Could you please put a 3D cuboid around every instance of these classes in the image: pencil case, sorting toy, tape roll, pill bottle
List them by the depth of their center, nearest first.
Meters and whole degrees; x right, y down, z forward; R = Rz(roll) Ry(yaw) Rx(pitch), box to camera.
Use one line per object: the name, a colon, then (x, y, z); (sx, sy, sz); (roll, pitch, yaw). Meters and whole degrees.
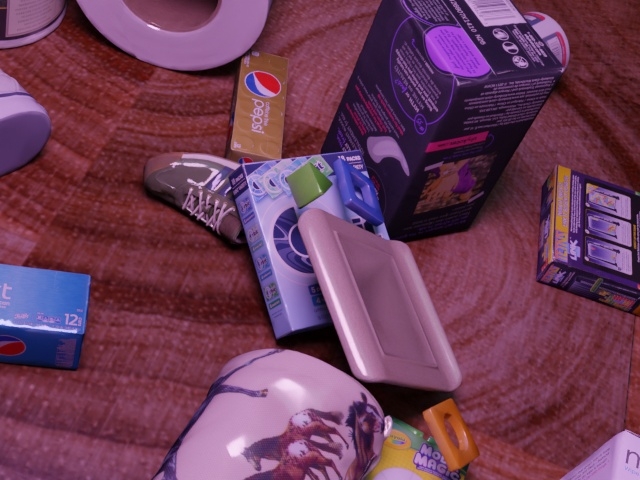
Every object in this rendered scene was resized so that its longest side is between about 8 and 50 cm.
pencil case: (-0.078, 0.266, 0.799); (0.183, 0.160, 0.410); (36, 49, -5)
sorting toy: (0.054, 0.070, 0.988); (0.196, 0.047, 0.347); (17, 47, -56)
tape roll: (-0.164, -0.354, 1.212); (0.246, 0.246, 0.169); (19, 48, -5)
pill bottle: (0.249, -0.240, 1.365); (0.180, 0.108, 0.108); (-28, 66, -35)

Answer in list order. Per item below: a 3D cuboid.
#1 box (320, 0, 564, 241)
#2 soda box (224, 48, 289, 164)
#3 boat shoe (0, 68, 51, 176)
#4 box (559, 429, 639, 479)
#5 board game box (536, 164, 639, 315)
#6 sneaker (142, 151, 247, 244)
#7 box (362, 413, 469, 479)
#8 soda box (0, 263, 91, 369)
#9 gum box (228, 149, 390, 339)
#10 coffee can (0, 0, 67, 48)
box: (0.127, -0.144, 1.131); (0.143, 0.270, 0.165); (-11, 57, -27)
soda box: (-0.077, -0.148, 1.202); (0.061, 0.058, 0.181); (12, 50, -11)
boat shoe: (-0.463, -0.114, 0.981); (0.367, 0.136, 0.156); (-27, 66, -38)
box: (0.209, 0.321, 0.794); (0.127, 0.262, 0.231); (27, 47, 1)
board game box: (0.348, -0.002, 1.249); (0.141, 0.048, 0.170); (18, 49, -3)
sneaker: (-0.102, -0.038, 1.098); (0.192, 0.064, 0.086); (12, 45, -16)
box: (0.074, 0.248, 0.948); (0.105, 0.043, 0.179); (28, 47, 2)
soda box: (-0.327, 0.065, 0.930); (0.210, 0.067, 0.071); (8, 50, -14)
gum box: (0.000, 0.000, 1.074); (0.157, 0.041, 0.184); (-10, 76, -33)
coffee can: (-0.381, -0.389, 1.138); (0.202, 0.275, 0.201); (10, 50, -12)
